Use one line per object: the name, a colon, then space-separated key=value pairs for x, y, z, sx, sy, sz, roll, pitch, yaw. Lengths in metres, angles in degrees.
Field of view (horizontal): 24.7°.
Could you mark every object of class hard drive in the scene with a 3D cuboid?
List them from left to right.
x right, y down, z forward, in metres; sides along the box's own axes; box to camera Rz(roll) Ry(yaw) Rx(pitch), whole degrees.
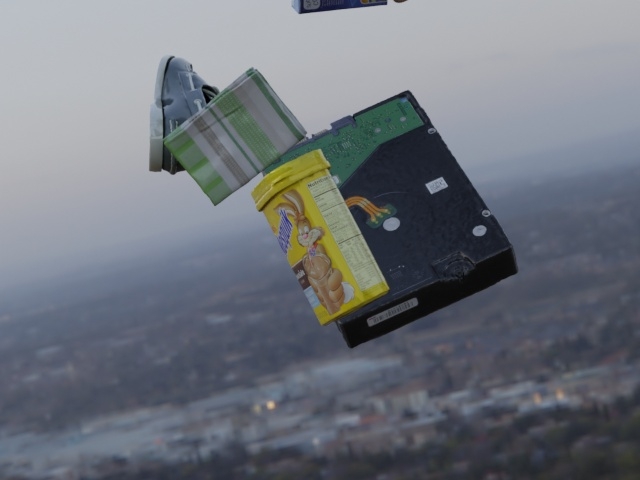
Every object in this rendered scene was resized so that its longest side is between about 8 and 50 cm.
hard drive: x=0.079 y=-0.035 z=1.890 sx=0.237 sy=0.339 sz=0.064 roll=-25 pitch=-43 yaw=-4

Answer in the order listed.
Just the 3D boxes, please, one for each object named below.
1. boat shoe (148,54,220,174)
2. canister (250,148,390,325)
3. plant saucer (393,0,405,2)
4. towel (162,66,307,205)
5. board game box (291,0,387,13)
boat shoe: x=-0.191 y=-0.181 z=2.097 sx=0.099 sy=0.116 sz=0.319 roll=2 pitch=25 yaw=-3
canister: x=0.000 y=0.000 z=1.580 sx=0.073 sy=0.169 sz=0.126 roll=-26 pitch=-4 yaw=-18
plant saucer: x=0.146 y=-0.371 z=1.752 sx=0.200 sy=0.037 sz=0.200 roll=-44 pitch=-7 yaw=-7
towel: x=-0.107 y=-0.130 z=1.844 sx=0.152 sy=0.113 sz=0.023 roll=-39 pitch=9 yaw=1
board game box: x=0.029 y=-0.419 z=2.018 sx=0.136 sy=0.201 sz=0.035 roll=-8 pitch=30 yaw=-18
